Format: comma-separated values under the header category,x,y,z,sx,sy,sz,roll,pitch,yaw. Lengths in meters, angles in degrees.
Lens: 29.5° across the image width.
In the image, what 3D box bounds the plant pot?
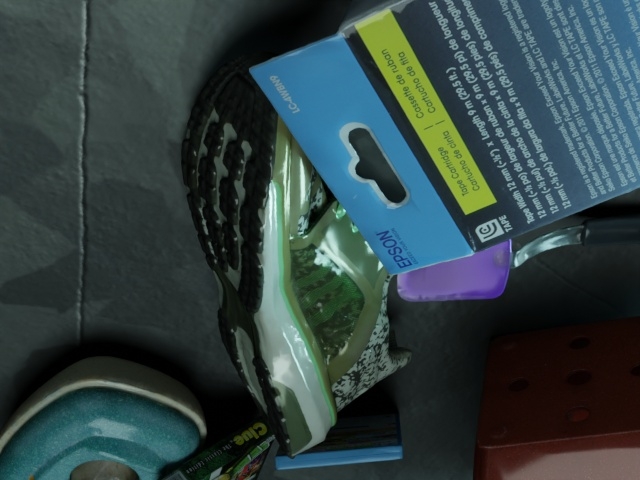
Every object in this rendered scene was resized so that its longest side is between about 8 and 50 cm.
category,x,y,z,sx,sy,sz,roll,pitch,yaw
plant pot,0.267,0.221,1.150,0.267,0.267,0.235,-10,116,18

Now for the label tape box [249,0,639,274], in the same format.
category,x,y,z,sx,sy,sz,roll,pitch,yaw
label tape box,0.155,-0.137,0.888,0.348,0.115,0.249,-22,132,17

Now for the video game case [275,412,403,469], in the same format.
category,x,y,z,sx,sy,sz,roll,pitch,yaw
video game case,0.021,0.197,1.203,0.119,0.166,0.015,-5,92,3

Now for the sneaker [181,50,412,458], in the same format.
category,x,y,z,sx,sy,sz,roll,pitch,yaw
sneaker,0.000,0.000,1.039,0.182,0.158,0.410,-24,137,-18

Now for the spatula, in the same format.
category,x,y,z,sx,sy,sz,roll,pitch,yaw
spatula,0.211,0.001,1.054,0.297,0.030,0.084,-9,123,-16

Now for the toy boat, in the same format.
category,x,y,z,sx,sy,sz,roll,pitch,yaw
toy boat,-0.286,0.212,1.193,0.318,0.148,0.267,20,130,-22

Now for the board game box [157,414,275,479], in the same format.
category,x,y,z,sx,sy,sz,roll,pitch,yaw
board game box,-0.128,0.285,1.277,0.136,0.030,0.259,-27,155,-31
